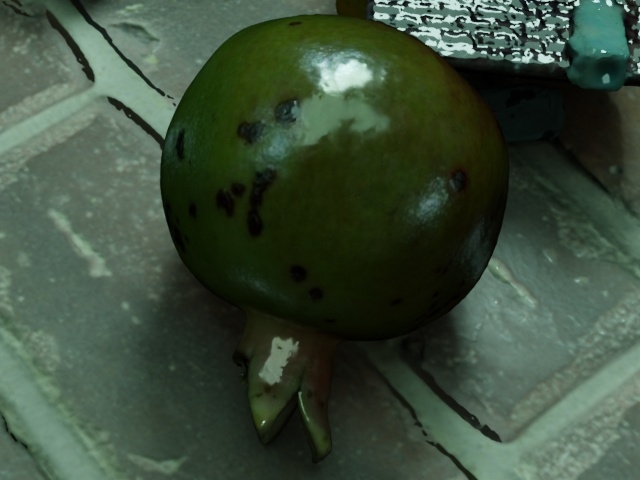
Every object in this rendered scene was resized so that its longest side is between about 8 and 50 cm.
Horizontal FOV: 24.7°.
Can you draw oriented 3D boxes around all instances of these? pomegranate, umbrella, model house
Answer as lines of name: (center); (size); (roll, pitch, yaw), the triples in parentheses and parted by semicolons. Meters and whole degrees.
pomegranate: (-0.016, -0.017, 1.127); (0.290, 0.291, 0.323); (36, 93, 19)
umbrella: (0.097, -0.107, 1.304); (0.250, 0.053, 0.052); (-4, 55, -7)
model house: (0.151, -0.226, 1.248); (0.280, 0.230, 0.249); (3, 33, 1)
